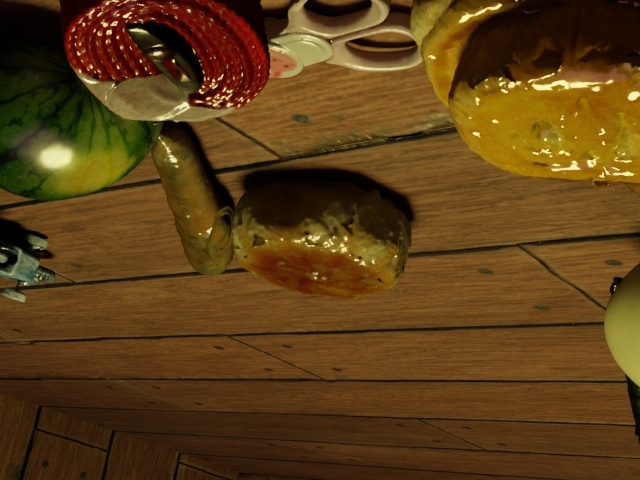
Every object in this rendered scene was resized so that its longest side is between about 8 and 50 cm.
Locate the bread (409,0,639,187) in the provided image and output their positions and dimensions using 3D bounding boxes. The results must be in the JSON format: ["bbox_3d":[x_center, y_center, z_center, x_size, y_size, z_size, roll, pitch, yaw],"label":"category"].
[{"bbox_3d":[0.180,-0.117,0.752,0.236,0.120,0.198,3,161,24],"label":"bread"}]

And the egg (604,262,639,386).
[{"bbox_3d":[0.392,0.083,1.095,0.253,0.189,0.188,0,159,43],"label":"egg"}]

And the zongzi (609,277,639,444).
[{"bbox_3d":[0.481,0.178,1.371,0.383,0.362,0.319,-23,-177,-37],"label":"zongzi"}]

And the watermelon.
[{"bbox_3d":[-0.259,-0.102,1.047,0.204,0.127,0.232,24,163,-40],"label":"watermelon"}]

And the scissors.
[{"bbox_3d":[-0.033,-0.154,0.908,0.242,0.031,0.118,-10,152,38],"label":"scissors"}]

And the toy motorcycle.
[{"bbox_3d":[-0.458,0.020,1.570,0.135,0.092,0.254,18,172,10],"label":"toy motorcycle"}]

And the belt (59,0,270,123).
[{"bbox_3d":[-0.106,-0.169,0.775,0.128,0.124,0.201,-12,162,6],"label":"belt"}]

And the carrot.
[{"bbox_3d":[-0.136,-0.039,1.251,0.070,0.070,0.342,9,159,6],"label":"carrot"}]

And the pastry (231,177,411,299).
[{"bbox_3d":[0.000,0.000,1.234,0.192,0.093,0.182,6,158,18],"label":"pastry"}]

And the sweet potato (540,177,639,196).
[{"bbox_3d":[0.298,-0.051,0.964,0.281,0.059,0.067,18,147,-22],"label":"sweet potato"}]
